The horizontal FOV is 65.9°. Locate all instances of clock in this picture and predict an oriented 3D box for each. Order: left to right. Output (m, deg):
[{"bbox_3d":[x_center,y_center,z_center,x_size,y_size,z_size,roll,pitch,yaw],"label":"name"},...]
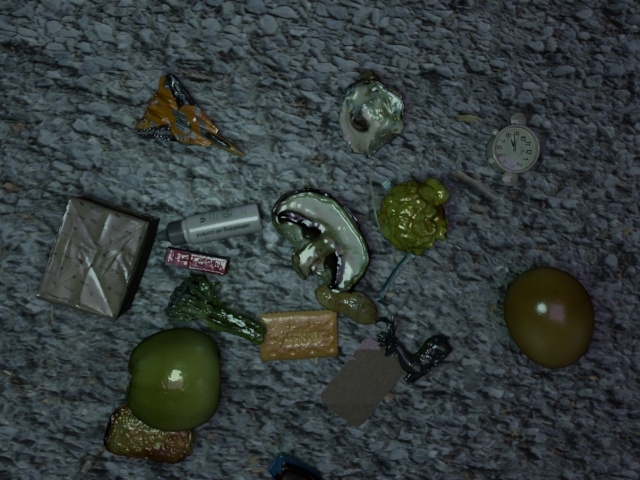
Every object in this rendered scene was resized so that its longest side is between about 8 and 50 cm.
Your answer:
[{"bbox_3d":[0.604,-0.286,1.560,0.156,0.063,0.229,6,91,-3],"label":"clock"}]

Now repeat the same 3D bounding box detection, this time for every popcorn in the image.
[{"bbox_3d":[0.289,-0.069,1.483,0.217,0.181,0.235,-33,109,-6],"label":"popcorn"}]

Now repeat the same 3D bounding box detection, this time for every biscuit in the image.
[{"bbox_3d":[-0.068,0.297,1.550,0.250,0.030,0.160,-2,94,-5],"label":"biscuit"}]

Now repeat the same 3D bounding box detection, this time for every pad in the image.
[{"bbox_3d":[0.138,0.459,1.596,0.176,0.002,0.266,39,90,-7],"label":"pad"}]

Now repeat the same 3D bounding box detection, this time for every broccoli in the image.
[{"bbox_3d":[-0.298,0.218,1.458,0.304,0.145,0.164,28,87,-4],"label":"broccoli"}]

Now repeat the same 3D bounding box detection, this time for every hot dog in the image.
[{"bbox_3d":[-0.507,0.581,1.491,0.259,0.114,0.175,17,87,-11],"label":"hot dog"}]

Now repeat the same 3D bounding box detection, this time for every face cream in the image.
[{"bbox_3d":[-0.333,-0.041,1.472,0.312,0.092,0.092,-11,95,-4],"label":"face cream"}]

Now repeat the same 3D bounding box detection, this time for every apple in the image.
[{"bbox_3d":[-0.414,0.393,1.410,0.254,0.292,0.291,3,94,-26],"label":"apple"}]

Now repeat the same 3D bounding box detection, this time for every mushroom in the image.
[{"bbox_3d":[-0.001,-0.001,1.485,0.344,0.130,0.247,40,87,-3],"label":"mushroom"}]

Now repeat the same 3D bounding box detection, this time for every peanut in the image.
[{"bbox_3d":[0.084,0.192,1.533,0.214,0.099,0.099,23,92,0],"label":"peanut"}]

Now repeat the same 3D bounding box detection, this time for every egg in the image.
[{"bbox_3d":[0.698,0.237,1.510,0.250,0.250,0.322,-20,101,-4],"label":"egg"}]

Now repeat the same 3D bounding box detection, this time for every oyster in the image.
[{"bbox_3d":[0.146,-0.378,1.499,0.214,0.083,0.223,44,95,-3],"label":"oyster"}]

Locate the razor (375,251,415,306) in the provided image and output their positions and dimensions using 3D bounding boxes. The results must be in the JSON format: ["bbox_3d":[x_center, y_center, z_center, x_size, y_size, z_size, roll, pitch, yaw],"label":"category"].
[{"bbox_3d":[0.236,0.116,1.565,0.068,0.037,0.191,34,86,-49],"label":"razor"}]

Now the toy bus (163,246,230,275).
[{"bbox_3d":[-0.372,0.061,1.482,0.192,0.077,0.065,11,90,-7],"label":"toy bus"}]

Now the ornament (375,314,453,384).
[{"bbox_3d":[0.281,0.311,1.561,0.202,0.080,0.236,-41,96,0],"label":"ornament"}]

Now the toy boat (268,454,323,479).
[{"bbox_3d":[-0.068,0.746,1.553,0.223,0.097,0.100,41,86,-23],"label":"toy boat"}]

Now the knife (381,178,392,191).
[{"bbox_3d":[0.227,-0.148,1.558,0.027,0.010,0.096,-35,99,-3],"label":"knife"}]

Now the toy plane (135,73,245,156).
[{"bbox_3d":[-0.360,-0.328,1.450,0.316,0.103,0.204,29,93,-14],"label":"toy plane"}]

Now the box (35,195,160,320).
[{"bbox_3d":[-0.621,0.046,1.403,0.225,0.190,0.297,19,93,-8],"label":"box"}]
